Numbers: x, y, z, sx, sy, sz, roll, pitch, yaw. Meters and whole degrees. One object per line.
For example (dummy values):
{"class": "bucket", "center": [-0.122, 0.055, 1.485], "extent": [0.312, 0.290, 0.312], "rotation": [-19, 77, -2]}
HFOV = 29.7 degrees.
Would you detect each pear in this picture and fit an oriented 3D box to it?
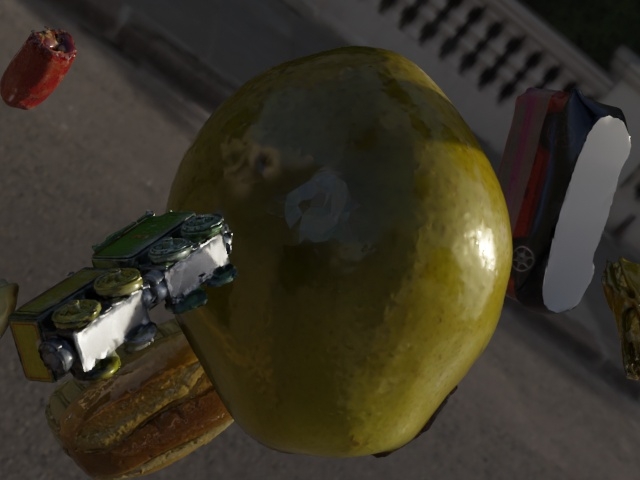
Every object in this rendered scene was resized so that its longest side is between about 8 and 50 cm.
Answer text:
{"class": "pear", "center": [0.000, 0.000, 1.096], "extent": [0.191, 0.340, 0.387], "rotation": [50, 38, -72]}

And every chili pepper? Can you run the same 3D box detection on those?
{"class": "chili pepper", "center": [-0.391, -0.233, 1.661], "extent": [0.070, 0.123, 0.073], "rotation": [38, 35, -13]}

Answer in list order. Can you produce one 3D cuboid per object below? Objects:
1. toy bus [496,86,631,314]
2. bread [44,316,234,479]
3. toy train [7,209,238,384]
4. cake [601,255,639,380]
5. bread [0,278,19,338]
{"class": "toy bus", "center": [0.317, -0.057, 1.660], "extent": [0.127, 0.303, 0.147], "rotation": [10, 9, -36]}
{"class": "bread", "center": [-0.187, 0.181, 1.371], "extent": [0.140, 0.236, 0.106], "rotation": [65, -12, -23]}
{"class": "toy train", "center": [-0.133, 0.034, 0.830], "extent": [0.202, 0.081, 0.060], "rotation": [-40, 124, -53]}
{"class": "cake", "center": [0.292, 0.092, 0.949], "extent": [0.185, 0.079, 0.116], "rotation": [52, 25, -30]}
{"class": "bread", "center": [-0.378, 0.114, 1.023], "extent": [0.224, 0.211, 0.183], "rotation": [-8, 30, -26]}
